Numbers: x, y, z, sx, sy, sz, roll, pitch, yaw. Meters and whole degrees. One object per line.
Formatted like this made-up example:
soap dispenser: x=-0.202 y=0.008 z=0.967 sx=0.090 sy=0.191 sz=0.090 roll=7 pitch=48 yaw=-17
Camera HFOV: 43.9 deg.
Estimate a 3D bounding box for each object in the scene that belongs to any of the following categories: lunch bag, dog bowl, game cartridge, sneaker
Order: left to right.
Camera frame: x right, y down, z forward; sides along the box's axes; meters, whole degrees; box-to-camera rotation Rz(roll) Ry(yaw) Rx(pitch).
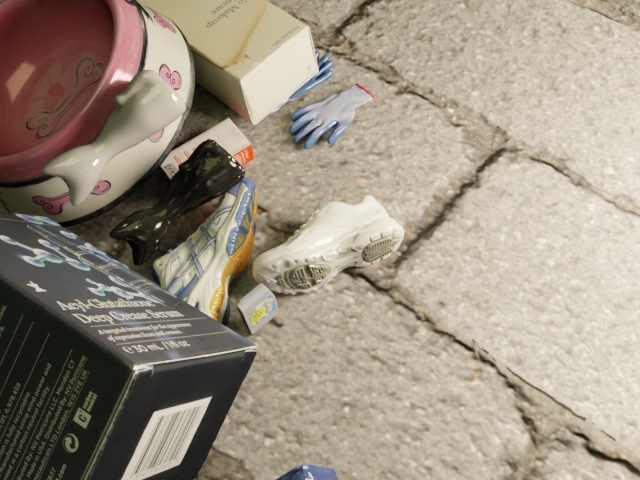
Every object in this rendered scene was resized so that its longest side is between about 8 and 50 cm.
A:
dog bowl: x=-0.407 y=-0.235 z=1.236 sx=0.407 sy=0.150 sz=0.408 roll=-9 pitch=65 yaw=20
sneaker: x=-0.181 y=0.026 z=1.159 sx=0.130 sy=0.112 sz=0.297 roll=11 pitch=61 yaw=12
game cartridge: x=-0.088 y=0.097 z=1.125 sx=0.017 sy=0.083 sz=0.056 roll=37 pitch=70 yaw=28
lunch bag: x=-0.011 y=0.324 z=0.984 sx=0.067 sy=0.098 sz=0.065 roll=-36 pitch=55 yaw=19
sneaker: x=0.000 y=0.000 z=1.181 sx=0.232 sy=0.090 sz=0.115 roll=-18 pitch=53 yaw=-16

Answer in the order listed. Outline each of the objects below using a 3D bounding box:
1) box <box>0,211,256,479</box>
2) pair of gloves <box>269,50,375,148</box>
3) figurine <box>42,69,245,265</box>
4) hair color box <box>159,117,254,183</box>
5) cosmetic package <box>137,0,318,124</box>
box: x=-0.332 y=0.134 z=0.971 sx=0.395 sy=0.293 sz=0.212 roll=28 pitch=96 yaw=19
pair of gloves: x=-0.014 y=-0.242 z=1.348 sx=0.159 sy=0.023 sz=0.198 roll=-38 pitch=60 yaw=-14
figurine: x=-0.248 y=-0.098 z=1.110 sx=0.209 sy=0.215 sz=0.092 roll=-45 pitch=32 yaw=-6
hair color box: x=-0.186 y=-0.132 z=1.288 sx=0.141 sy=0.043 sz=0.072 roll=-32 pitch=63 yaw=-14
cosmetic package: x=-0.170 y=-0.350 z=1.362 sx=0.309 sy=0.113 sz=0.160 roll=37 pitch=70 yaw=28
